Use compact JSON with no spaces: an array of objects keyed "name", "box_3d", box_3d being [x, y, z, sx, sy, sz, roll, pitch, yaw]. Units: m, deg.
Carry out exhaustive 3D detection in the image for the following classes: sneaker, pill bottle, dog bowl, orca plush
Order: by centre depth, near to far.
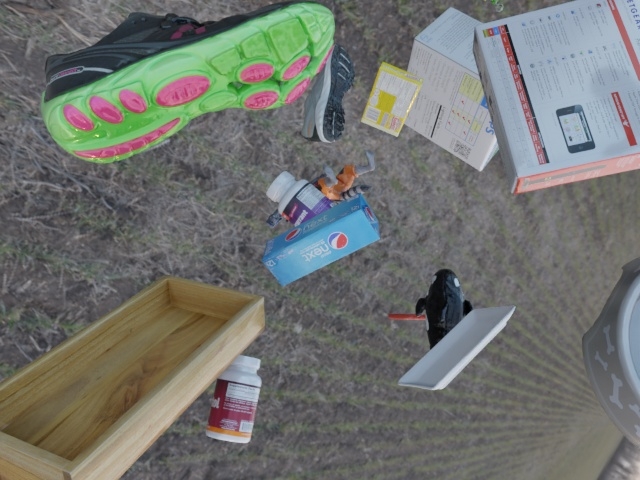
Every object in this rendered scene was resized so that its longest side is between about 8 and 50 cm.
[{"name":"dog bowl","box_3d":[0.574,0.161,0.784,0.349,0.348,0.102,-54,163,-10]},{"name":"sneaker","box_3d":[-0.191,-0.290,0.841,0.482,0.202,0.185,-23,155,-21]},{"name":"pill bottle","box_3d":[-0.159,0.296,1.031,0.086,0.086,0.152,38,58,-56]},{"name":"pill bottle","box_3d":[-0.037,-0.083,1.361,0.108,0.193,0.108,-50,175,-6]},{"name":"sneaker","box_3d":[0.011,-0.372,1.368,0.100,0.107,0.272,29,69,-46]},{"name":"orca plush","box_3d":[0.299,0.208,1.411,0.102,0.151,0.288,31,80,-63]}]

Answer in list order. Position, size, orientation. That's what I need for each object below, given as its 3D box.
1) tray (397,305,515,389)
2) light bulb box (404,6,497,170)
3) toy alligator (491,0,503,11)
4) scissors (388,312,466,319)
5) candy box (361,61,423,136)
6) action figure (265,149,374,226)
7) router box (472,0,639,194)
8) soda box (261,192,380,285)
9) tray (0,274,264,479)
[{"name":"tray","box_3d":[0.295,0.232,1.164,0.270,0.145,0.030,-37,96,-24]},{"name":"light bulb box","box_3d":[0.476,-0.486,1.780,0.225,0.361,0.358,-46,161,-24]},{"name":"toy alligator","box_3d":[0.514,-0.738,1.631,0.051,0.190,0.056,10,142,-37]},{"name":"scissors","box_3d":[0.327,0.220,1.540,0.108,0.297,0.021,10,81,-43]},{"name":"candy box","box_3d":[0.170,-0.338,1.331,0.206,0.105,0.027,110,1,-65]},{"name":"action figure","box_3d":[0.003,-0.113,1.695,0.341,0.178,0.330,-42,173,-40]},{"name":"router box","box_3d":[0.472,-0.279,1.018,0.082,0.300,0.336,56,25,-69]},{"name":"soda box","box_3d":[0.000,0.000,0.998,0.210,0.067,0.071,-27,116,19]},{"name":"tray","box_3d":[-0.269,0.184,0.792,0.411,0.202,0.076,-43,138,-57]}]
